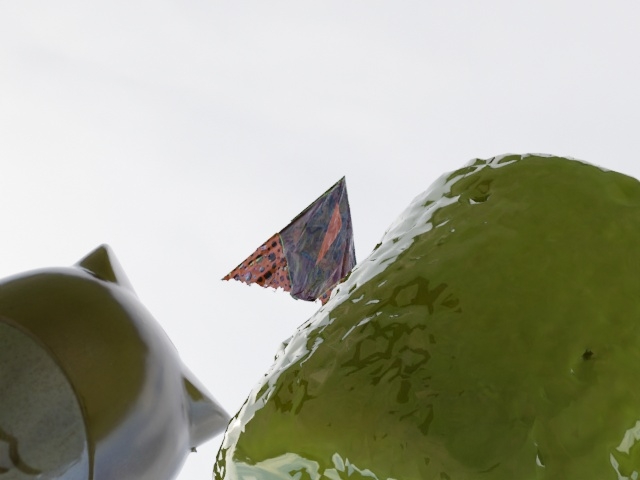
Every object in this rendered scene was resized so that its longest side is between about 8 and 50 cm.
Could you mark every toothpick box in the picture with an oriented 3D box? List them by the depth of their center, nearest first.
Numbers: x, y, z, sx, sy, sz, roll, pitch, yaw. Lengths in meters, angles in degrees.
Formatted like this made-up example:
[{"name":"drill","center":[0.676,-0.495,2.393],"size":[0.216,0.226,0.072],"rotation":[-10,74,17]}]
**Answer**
[{"name":"toothpick box","center":[-0.384,0.245,1.797],"size":[0.425,0.409,0.409],"rotation":[-33,-139,-17]}]

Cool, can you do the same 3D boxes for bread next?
[{"name":"bread","center":[0.117,0.147,0.807],"size":[0.348,0.348,0.308],"rotation":[17,-136,38]}]

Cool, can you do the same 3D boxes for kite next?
[{"name":"kite","center":[0.001,0.000,1.147],"size":[0.008,0.222,0.125],"rotation":[17,-93,37]}]
